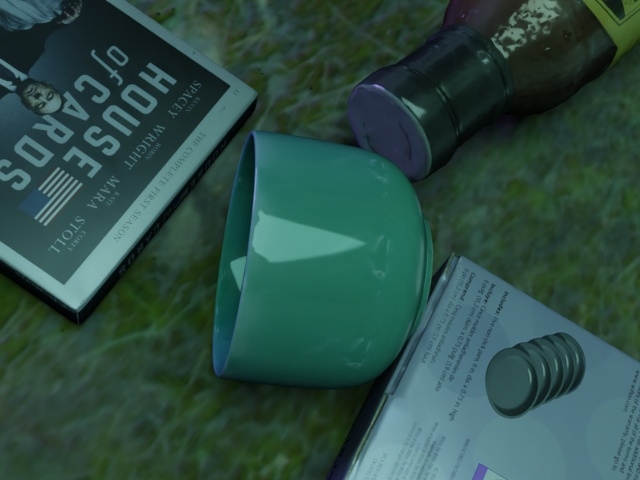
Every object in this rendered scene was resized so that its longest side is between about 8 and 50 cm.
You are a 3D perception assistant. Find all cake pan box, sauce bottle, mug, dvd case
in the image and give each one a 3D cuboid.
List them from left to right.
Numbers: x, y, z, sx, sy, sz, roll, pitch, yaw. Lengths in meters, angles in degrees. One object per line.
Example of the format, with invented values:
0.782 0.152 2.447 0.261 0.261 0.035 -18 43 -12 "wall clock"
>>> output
-0.183 -0.089 0.485 0.238 0.029 0.179 34 66 1 "dvd case"
0.002 0.001 0.441 0.097 0.129 0.158 9 68 -12 "mug"
0.116 0.178 0.435 0.245 0.070 0.267 29 65 0 "cake pan box"
0.164 -0.157 0.554 0.344 0.111 0.111 -40 83 -24 "sauce bottle"
